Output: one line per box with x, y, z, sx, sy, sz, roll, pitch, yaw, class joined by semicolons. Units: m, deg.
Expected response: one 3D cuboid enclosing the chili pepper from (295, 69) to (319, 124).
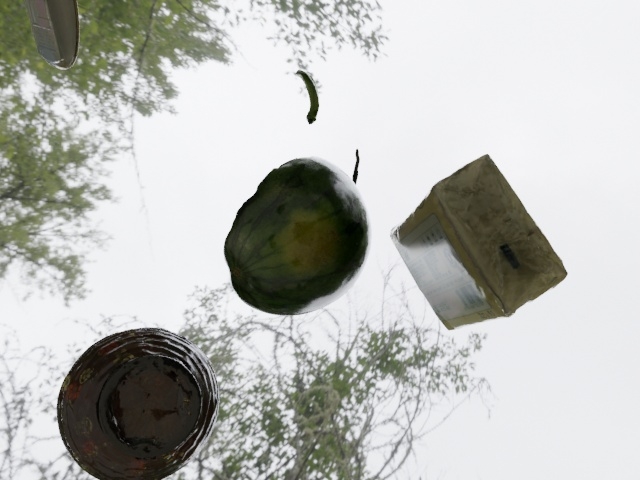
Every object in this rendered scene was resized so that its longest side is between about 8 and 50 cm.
-0.016;-0.180;0.789;0.030;0.017;0.083;-26;-116;39;chili pepper

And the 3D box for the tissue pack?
0.159;0.012;0.700;0.092;0.196;0.148;-29;-97;-13;tissue pack

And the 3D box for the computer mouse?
-0.366;-0.333;0.865;0.102;0.045;0.198;25;-50;40;computer mouse

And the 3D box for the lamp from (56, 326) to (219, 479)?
-0.275;0.250;0.986;0.247;0.247;0.246;1;-85;13;lamp

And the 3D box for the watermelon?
-0.005;0.004;0.802;0.127;0.232;0.204;26;-63;31;watermelon
